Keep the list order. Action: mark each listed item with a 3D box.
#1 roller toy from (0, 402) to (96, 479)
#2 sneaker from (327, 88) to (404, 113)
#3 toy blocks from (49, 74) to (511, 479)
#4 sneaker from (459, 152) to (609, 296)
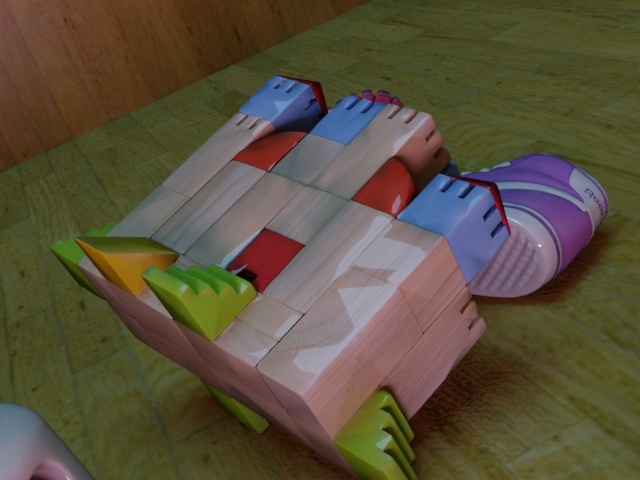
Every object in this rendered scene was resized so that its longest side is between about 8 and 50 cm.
[{"bbox_3d":[-0.215,0.211,0.677,0.191,0.146,0.209,-37,18,-7],"label":"roller toy"},{"bbox_3d":[-0.026,-0.056,1.216,0.299,0.121,0.112,-30,50,4],"label":"sneaker"},{"bbox_3d":[0.000,0.000,0.845,0.261,0.190,0.381,-46,40,-19],"label":"toy blocks"},{"bbox_3d":[0.122,-0.023,0.998,0.282,0.102,0.161,11,34,40],"label":"sneaker"}]
